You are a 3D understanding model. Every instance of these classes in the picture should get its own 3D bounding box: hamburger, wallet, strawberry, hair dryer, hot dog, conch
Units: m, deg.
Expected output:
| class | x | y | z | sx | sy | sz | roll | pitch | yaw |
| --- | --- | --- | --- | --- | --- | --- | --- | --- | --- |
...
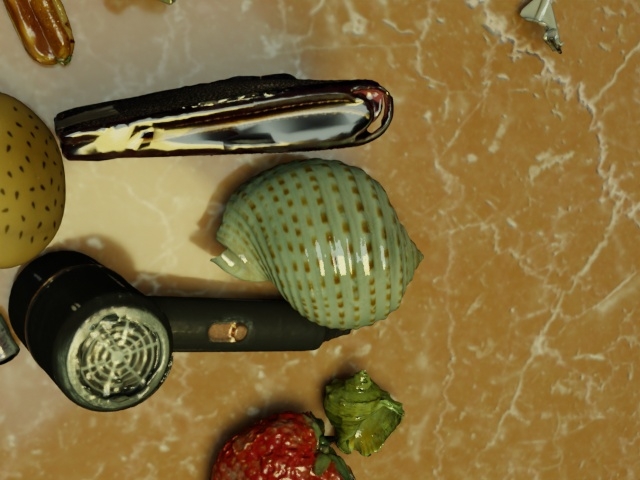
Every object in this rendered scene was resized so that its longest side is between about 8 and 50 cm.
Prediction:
| class | x | y | z | sx | sy | sz | roll | pitch | yaw |
| --- | --- | --- | --- | --- | --- | --- | --- | --- | --- |
| hamburger | -0.289 | -0.046 | 0.685 | 0.136 | 0.175 | 0.175 | -4 | 102 | 23 |
| wallet | -0.096 | -0.102 | 0.728 | 0.262 | 0.221 | 0.072 | -7 | 105 | -17 |
| strawberry | -0.045 | 0.246 | 0.847 | 0.148 | 0.131 | 0.131 | -28 | 105 | -20 |
| hair dryer | -0.096 | 0.082 | 0.792 | 0.352 | 0.189 | 0.107 | 3 | 99 | -32 |
| hot dog | -0.261 | -0.216 | 0.758 | 0.049 | 0.037 | 0.122 | -20 | 98 | -2 |
| conch | 0.046 | 0.187 | 0.889 | 0.089 | 0.074 | 0.121 | 11 | 120 | 15 |
| conch | 0.008 | -0.002 | 0.796 | 0.199 | 0.131 | 0.172 | 6 | 77 | -32 |

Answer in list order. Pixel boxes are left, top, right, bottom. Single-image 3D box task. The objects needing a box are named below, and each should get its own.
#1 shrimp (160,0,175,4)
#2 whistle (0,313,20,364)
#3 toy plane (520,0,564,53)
| class | x | y | z | sx | sy | sz | roll | pitch | yaw |
| --- | --- | --- | --- | --- | --- | --- | --- | --- | --- |
| shrimp | -0.249 | -0.320 | 0.714 | 0.287 | 0.068 | 0.185 | 9 | 78 | -24 |
| whistle | -0.334 | 0.037 | 0.771 | 0.033 | 0.033 | 0.177 | -28 | 106 | -12 |
| toy plane | 0.277 | -0.346 | 0.894 | 0.182 | 0.107 | 0.273 | -22 | 133 | -56 |
